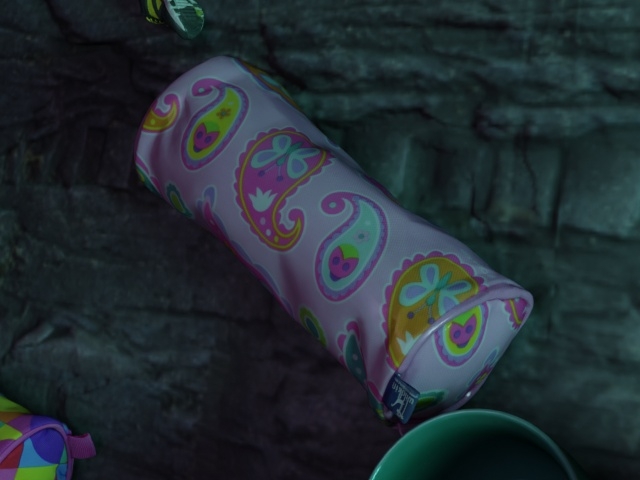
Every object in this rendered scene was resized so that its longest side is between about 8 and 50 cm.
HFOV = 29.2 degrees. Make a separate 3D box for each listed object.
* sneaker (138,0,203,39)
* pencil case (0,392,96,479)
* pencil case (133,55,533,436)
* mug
[{"bbox_3d":[-0.118,-0.178,0.947,0.035,0.031,0.083,-55,52,31],"label":"sneaker"},{"bbox_3d":[-0.292,0.148,0.974,0.236,0.104,0.104,21,95,34],"label":"pencil case"},{"bbox_3d":[0.000,0.000,0.778,0.284,0.124,0.124,43,107,31],"label":"pencil case"},{"bbox_3d":[0.087,0.179,0.684,0.158,0.097,0.129,-47,56,1],"label":"mug"}]
